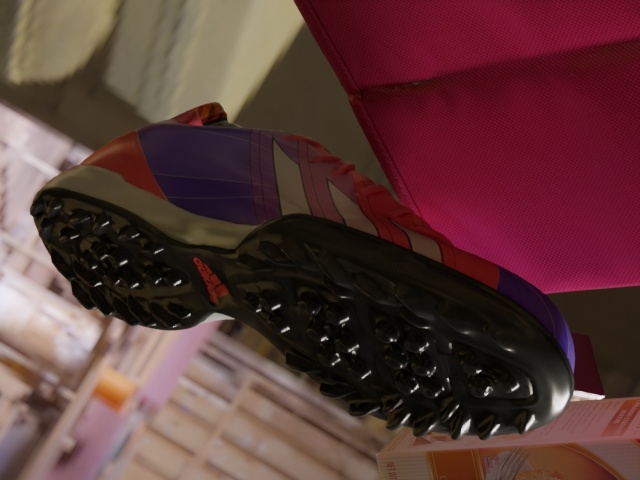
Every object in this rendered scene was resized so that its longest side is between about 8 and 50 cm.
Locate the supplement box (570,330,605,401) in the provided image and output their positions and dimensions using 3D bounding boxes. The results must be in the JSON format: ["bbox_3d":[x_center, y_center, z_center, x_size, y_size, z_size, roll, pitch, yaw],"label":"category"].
[{"bbox_3d":[0.155,0.107,1.304,0.083,0.043,0.055,-53,-147,43],"label":"supplement box"}]

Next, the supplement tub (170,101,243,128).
[{"bbox_3d":[-0.093,-0.030,1.796,0.117,0.190,0.117,-28,174,-3],"label":"supplement tub"}]

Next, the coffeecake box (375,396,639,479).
[{"bbox_3d":[0.142,0.168,1.054,0.068,0.186,0.142,-38,117,-59],"label":"coffeecake box"}]

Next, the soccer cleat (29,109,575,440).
[{"bbox_3d":[0.000,0.000,0.863,0.116,0.318,0.108,-43,129,-30],"label":"soccer cleat"}]

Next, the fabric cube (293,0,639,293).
[{"bbox_3d":[0.168,-0.148,0.850,0.258,0.259,0.254,-7,-149,42],"label":"fabric cube"}]
